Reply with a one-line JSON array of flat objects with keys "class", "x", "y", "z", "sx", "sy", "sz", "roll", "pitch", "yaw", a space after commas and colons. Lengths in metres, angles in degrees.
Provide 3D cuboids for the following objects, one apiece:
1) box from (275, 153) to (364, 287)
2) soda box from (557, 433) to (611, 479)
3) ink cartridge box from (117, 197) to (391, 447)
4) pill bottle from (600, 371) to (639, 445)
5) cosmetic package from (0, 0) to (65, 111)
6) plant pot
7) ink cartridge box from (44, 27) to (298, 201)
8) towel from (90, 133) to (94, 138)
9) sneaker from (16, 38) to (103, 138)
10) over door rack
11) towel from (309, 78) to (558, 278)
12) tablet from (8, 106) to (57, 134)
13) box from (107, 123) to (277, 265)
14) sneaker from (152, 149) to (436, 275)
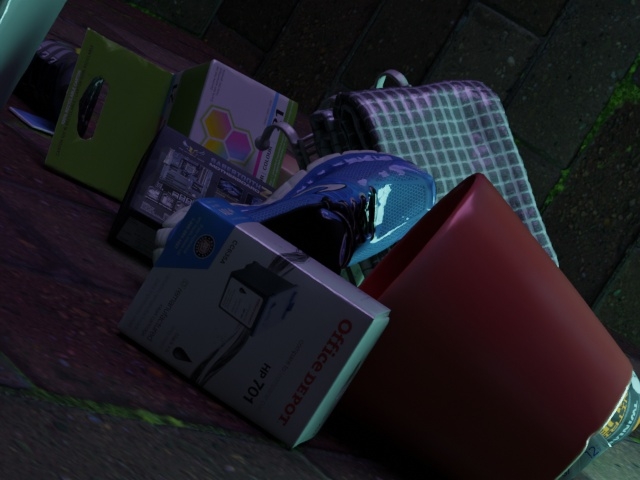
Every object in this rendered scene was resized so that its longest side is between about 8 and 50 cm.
[{"class": "box", "x": -0.033, "y": -0.026, "z": 2.150, "sx": 0.232, "sy": 0.127, "sz": 0.148, "roll": 32, "pitch": 8, "yaw": -1}, {"class": "soda box", "x": 0.225, "y": 0.183, "z": 1.887, "sx": 0.091, "sy": 0.098, "sz": 0.286, "roll": 49, "pitch": 4, "yaw": -18}, {"class": "ink cartridge box", "x": -0.057, "y": 0.070, "z": 1.448, "sx": 0.190, "sy": 0.140, "sz": 0.082, "roll": 33, "pitch": 7, "yaw": 11}, {"class": "pill bottle", "x": 0.331, "y": 0.199, "z": 2.126, "sx": 0.130, "sy": 0.130, "sz": 0.245, "roll": 37, "pitch": 10, "yaw": 34}, {"class": "cosmetic package", "x": -0.427, "y": -0.256, "z": 1.386, "sx": 0.393, "sy": 0.329, "sz": 0.327, "roll": 31, "pitch": 8, "yaw": -5}, {"class": "plant pot", "x": 0.150, "y": 0.112, "z": 1.608, "sx": 0.243, "sy": 0.275, "sz": 0.275, "roll": 42, "pitch": 8, "yaw": -2}, {"class": "ink cartridge box", "x": -0.173, "y": -0.124, "z": 1.955, "sx": 0.255, "sy": 0.189, "sz": 0.097, "roll": 26, "pitch": -20, "yaw": -32}, {"class": "towel", "x": -0.187, "y": -0.143, "z": 2.309, "sx": 0.199, "sy": 0.031, "sz": 0.275, "roll": 1, "pitch": 3, "yaw": 10}, {"class": "sneaker", "x": -0.361, "y": -0.214, "z": 2.233, "sx": 0.121, "sy": 0.111, "sz": 0.300, "roll": 19, "pitch": 5, "yaw": -15}, {"class": "over door rack", "x": 0.075, "y": -0.024, "z": 2.015, "sx": 0.239, "sy": 0.108, "sz": 0.324, "roll": -29, "pitch": 90, "yaw": -42}, {"class": "towel", "x": 0.136, "y": -0.044, "z": 1.919, "sx": 0.235, "sy": 0.121, "sz": 0.284, "roll": -11, "pitch": 78, "yaw": -41}, {"class": "tablet", "x": -0.357, "y": -0.148, "z": 2.123, "sx": 0.054, "sy": 0.006, "sz": 0.083, "roll": 37, "pitch": 11, "yaw": 34}, {"class": "box", "x": -0.104, "y": -0.010, "z": 1.823, "sx": 0.232, "sy": 0.059, "sz": 0.183, "roll": 30, "pitch": 33, "yaw": -12}, {"class": "sneaker", "x": 0.000, "y": 0.000, "z": 1.688, "sx": 0.330, "sy": 0.130, "sz": 0.147, "roll": -22, "pitch": 24, "yaw": -34}]
